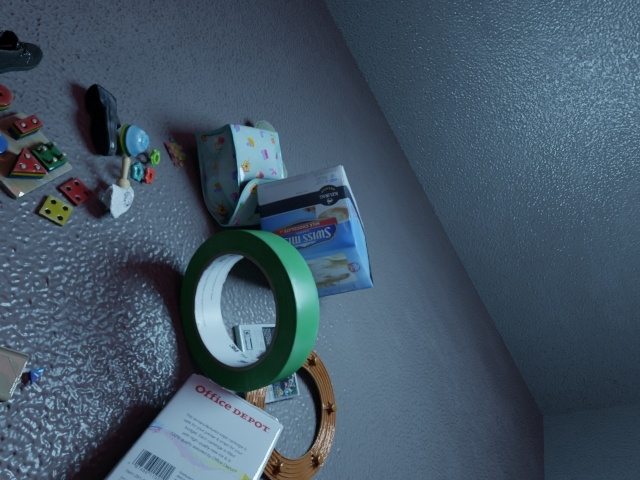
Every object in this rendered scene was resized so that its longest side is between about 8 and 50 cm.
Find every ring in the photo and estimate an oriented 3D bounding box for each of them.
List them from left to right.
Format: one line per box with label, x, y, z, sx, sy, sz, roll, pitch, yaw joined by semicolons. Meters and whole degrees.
ring;-0.056;0.419;1.084;0.337;0.032;0.336;26;55;-45

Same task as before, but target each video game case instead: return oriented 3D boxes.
video game case;-0.132;0.304;1.095;0.173;0.022;0.190;12;58;-51

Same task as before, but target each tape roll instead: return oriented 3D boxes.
tape roll;-0.154;0.138;0.893;0.077;0.321;0.321;1;68;-55

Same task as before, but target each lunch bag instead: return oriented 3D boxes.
lunch bag;-0.203;-0.168;1.192;0.223;0.160;0.262;-12;93;-61

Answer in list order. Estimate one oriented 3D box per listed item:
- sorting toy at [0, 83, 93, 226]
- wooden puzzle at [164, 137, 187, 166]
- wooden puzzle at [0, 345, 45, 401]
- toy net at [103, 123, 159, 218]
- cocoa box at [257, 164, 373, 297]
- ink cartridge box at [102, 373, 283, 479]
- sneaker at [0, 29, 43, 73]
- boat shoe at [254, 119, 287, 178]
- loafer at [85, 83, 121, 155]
sorting toy;-0.537;-0.157;0.799;0.274;0.046;0.132;54;34;-17
wooden puzzle;-0.370;-0.228;1.124;0.049;0.006;0.083;-25;90;-58
wooden puzzle;-0.490;0.197;0.658;0.116;0.014;0.078;42;43;-31
toy net;-0.419;-0.139;0.955;0.122;0.045;0.232;90;8;-58
cocoa box;0.000;0.000;1.190;0.347;0.231;0.228;59;21;-64
ink cartridge box;-0.213;0.390;0.726;0.201;0.117;0.278;29;27;4
sneaker;-0.584;-0.360;0.827;0.051;0.089;0.170;54;34;-17
boat shoe;-0.168;-0.273;1.396;0.081;0.068;0.227;-10;72;-21
loafer;-0.465;-0.260;0.962;0.061;0.062;0.170;10;65;-60
